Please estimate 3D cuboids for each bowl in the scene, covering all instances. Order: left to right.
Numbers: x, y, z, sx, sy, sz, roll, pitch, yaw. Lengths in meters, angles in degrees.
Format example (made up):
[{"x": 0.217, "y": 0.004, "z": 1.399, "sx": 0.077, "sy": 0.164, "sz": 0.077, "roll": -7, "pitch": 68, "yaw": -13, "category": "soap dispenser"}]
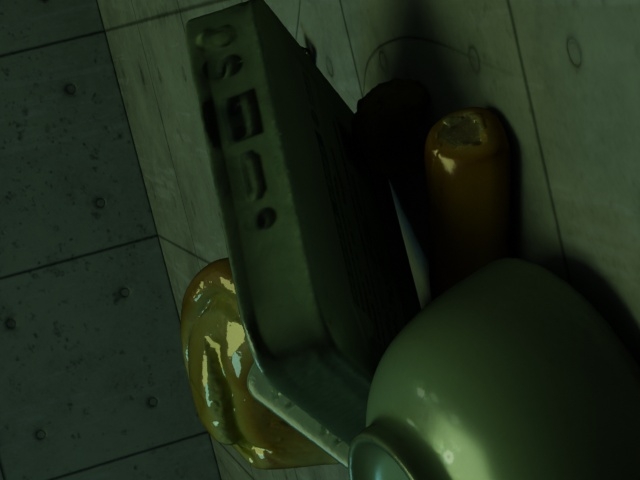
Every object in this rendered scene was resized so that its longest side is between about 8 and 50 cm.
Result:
[{"x": 0.145, "y": 0.210, "z": 1.365, "sx": 0.354, "sy": 0.185, "sz": 0.354, "roll": 51, "pitch": 153, "yaw": 39, "category": "bowl"}]

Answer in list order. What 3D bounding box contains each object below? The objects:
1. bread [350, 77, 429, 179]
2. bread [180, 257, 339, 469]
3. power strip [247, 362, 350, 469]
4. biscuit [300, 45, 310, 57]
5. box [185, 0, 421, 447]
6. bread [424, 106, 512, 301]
[{"x": 0.069, "y": -0.116, "z": 1.640, "sx": 0.060, "sy": 0.082, "sz": 0.113, "roll": -116, "pitch": 20, "yaw": -46, "category": "bread"}, {"x": -0.042, "y": 0.136, "z": 2.020, "sx": 0.211, "sy": 0.270, "sz": 0.315, "roll": -97, "pitch": 4, "yaw": -55, "category": "bread"}, {"x": 0.059, "y": 0.160, "z": 1.798, "sx": 0.265, "sy": 0.193, "sz": 0.059, "roll": 34, "pitch": -170, "yaw": 24, "category": "power strip"}, {"x": -0.013, "y": -0.132, "z": 2.080, "sx": 0.048, "sy": 0.026, "sz": 0.292, "roll": 34, "pitch": 142, "yaw": 40, "category": "biscuit"}, {"x": -0.001, "y": 0.000, "z": 1.604, "sx": 0.396, "sy": 0.111, "sz": 0.396, "roll": 47, "pitch": -154, "yaw": -59, "category": "box"}, {"x": 0.137, "y": -0.012, "z": 1.494, "sx": 0.092, "sy": 0.074, "sz": 0.239, "roll": -116, "pitch": 15, "yaw": -51, "category": "bread"}]
